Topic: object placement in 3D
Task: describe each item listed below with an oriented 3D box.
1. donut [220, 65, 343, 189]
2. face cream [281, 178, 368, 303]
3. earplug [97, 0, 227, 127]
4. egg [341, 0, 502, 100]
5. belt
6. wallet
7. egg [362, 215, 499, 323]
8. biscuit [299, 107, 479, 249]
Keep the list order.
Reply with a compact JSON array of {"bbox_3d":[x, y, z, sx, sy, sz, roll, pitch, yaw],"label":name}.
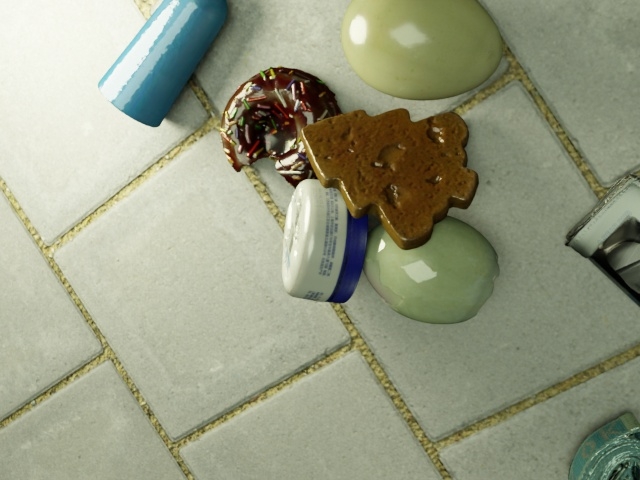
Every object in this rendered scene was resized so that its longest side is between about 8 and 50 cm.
[{"bbox_3d":[-0.070,-0.196,1.220,0.230,0.096,0.216,34,109,10],"label":"donut"},{"bbox_3d":[0.000,0.000,1.166,0.111,0.206,0.206,10,105,-12],"label":"face cream"},{"bbox_3d":[-0.270,-0.350,1.243,0.132,0.132,0.273,43,106,6],"label":"earplug"},{"bbox_3d":[0.157,-0.313,1.076,0.254,0.188,0.188,17,105,5],"label":"egg"},{"bbox_3d":[0.498,0.389,1.157,0.163,0.082,0.147,-38,98,14],"label":"belt"},{"bbox_3d":[0.524,0.019,1.087,0.231,0.069,0.170,43,115,7],"label":"wallet"},{"bbox_3d":[0.171,0.039,1.136,0.217,0.183,0.183,26,108,-5],"label":"egg"},{"bbox_3d":[0.108,-0.128,1.119,0.301,0.043,0.278,24,62,13],"label":"biscuit"}]
